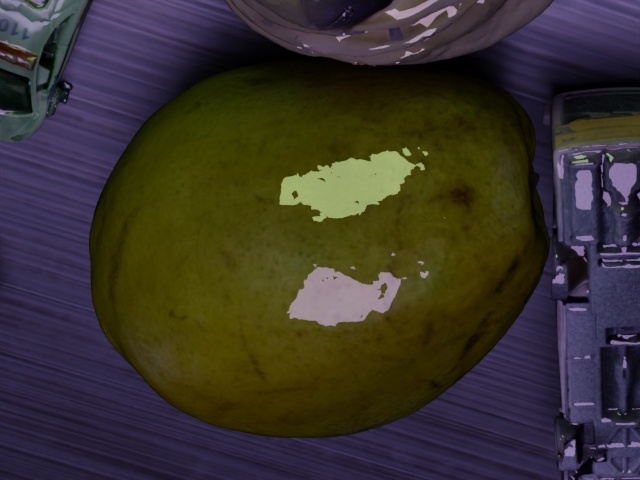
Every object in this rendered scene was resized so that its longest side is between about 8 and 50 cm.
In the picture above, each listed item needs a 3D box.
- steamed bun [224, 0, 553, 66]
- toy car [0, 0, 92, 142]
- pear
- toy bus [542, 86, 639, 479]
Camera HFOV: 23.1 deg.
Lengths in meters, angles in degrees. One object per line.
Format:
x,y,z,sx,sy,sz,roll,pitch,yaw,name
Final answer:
0.030,-0.233,0.889,0.320,0.206,0.275,43,120,-16,steamed bun
-0.204,-0.139,1.062,0.093,0.058,0.186,21,123,-10,toy car
0.000,0.000,1.022,0.307,0.253,0.253,-16,120,17,pear
0.210,0.054,1.097,0.097,0.138,0.342,-2,124,9,toy bus
